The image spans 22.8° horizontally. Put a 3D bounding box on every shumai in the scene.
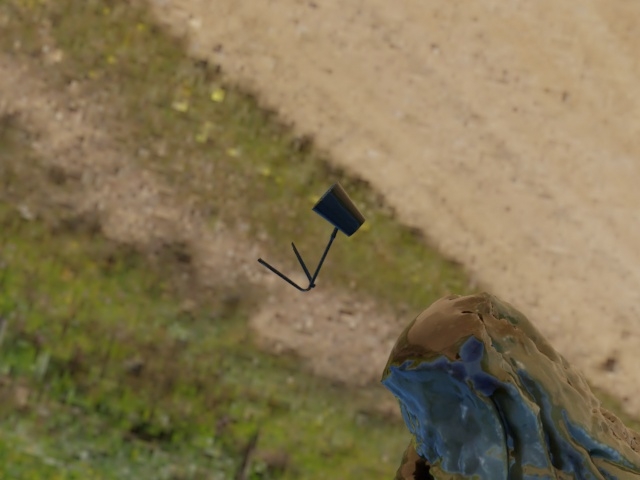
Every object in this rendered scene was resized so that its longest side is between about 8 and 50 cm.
[{"bbox_3d":[0.187,0.171,1.475,0.303,0.264,0.309,-9,-157,8],"label":"shumai"}]

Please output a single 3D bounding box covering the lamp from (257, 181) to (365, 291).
[{"bbox_3d":[0.001,0.000,1.358,0.054,0.041,0.121,43,140,-4],"label":"lamp"}]
